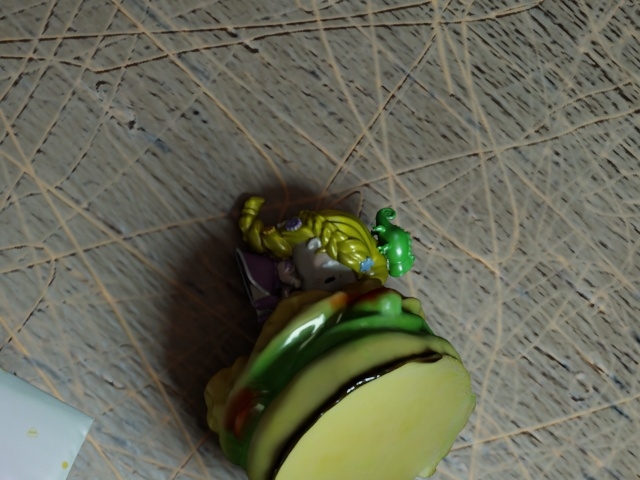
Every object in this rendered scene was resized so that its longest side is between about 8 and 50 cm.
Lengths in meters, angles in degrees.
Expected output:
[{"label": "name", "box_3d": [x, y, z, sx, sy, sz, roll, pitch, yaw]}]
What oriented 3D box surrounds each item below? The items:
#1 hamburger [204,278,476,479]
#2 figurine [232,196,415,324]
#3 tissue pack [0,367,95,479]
[{"label": "hamburger", "box_3d": [0.013, 0.128, 1.630, 0.237, 0.237, 0.149, -21, 52, -23]}, {"label": "figurine", "box_3d": [0.000, 0.000, 1.689, 0.156, 0.095, 0.115, -16, 73, -6]}, {"label": "tissue pack", "box_3d": [-0.328, 0.175, 1.506, 0.225, 0.124, 0.185, 32, 64, -19]}]
